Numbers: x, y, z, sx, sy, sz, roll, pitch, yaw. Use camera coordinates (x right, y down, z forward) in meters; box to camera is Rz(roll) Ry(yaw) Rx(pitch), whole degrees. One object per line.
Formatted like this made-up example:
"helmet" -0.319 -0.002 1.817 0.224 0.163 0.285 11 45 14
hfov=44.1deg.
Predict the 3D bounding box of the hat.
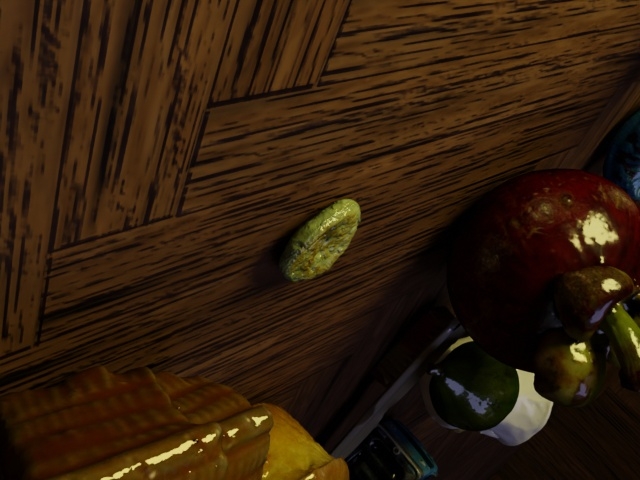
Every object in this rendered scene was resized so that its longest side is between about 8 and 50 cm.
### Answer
"hat" 0.224 0.203 1.137 0.126 0.203 0.203 3 132 -33

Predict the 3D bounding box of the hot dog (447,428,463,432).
"hot dog" 0.252 0.230 1.295 0.073 0.084 0.242 -18 147 -45

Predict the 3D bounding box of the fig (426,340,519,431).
"fig" 0.180 0.179 0.973 0.117 0.117 0.177 -47 153 9

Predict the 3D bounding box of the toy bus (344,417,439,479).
"toy bus" 0.070 0.392 1.247 0.234 0.116 0.133 -49 156 18

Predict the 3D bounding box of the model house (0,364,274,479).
"model house" -0.125 0.183 0.497 0.199 0.220 0.229 4 143 -39

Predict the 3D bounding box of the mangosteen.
"mangosteen" 0.241 0.053 0.785 0.215 0.257 0.215 -10 134 -10

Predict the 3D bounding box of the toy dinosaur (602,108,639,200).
"toy dinosaur" 0.403 -0.112 0.973 0.144 0.076 0.329 26 113 -30

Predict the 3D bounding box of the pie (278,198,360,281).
"pie" -0.001 0.001 0.618 0.084 0.021 0.084 -38 158 -19

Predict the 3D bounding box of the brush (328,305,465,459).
"brush" 0.074 0.201 1.026 0.060 0.050 0.321 -11 142 -54

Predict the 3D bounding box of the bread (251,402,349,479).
"bread" -0.088 0.279 0.794 0.268 0.146 0.268 -36 159 -16
